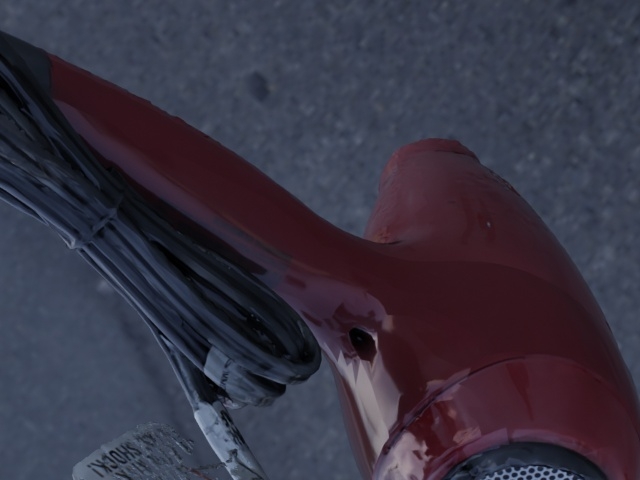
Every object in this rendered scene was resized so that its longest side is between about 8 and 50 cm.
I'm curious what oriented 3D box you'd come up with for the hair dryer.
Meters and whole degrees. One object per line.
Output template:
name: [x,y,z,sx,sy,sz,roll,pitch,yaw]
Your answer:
hair dryer: [0.000,0.000,0.472,0.080,0.293,0.223,-39,76,19]
